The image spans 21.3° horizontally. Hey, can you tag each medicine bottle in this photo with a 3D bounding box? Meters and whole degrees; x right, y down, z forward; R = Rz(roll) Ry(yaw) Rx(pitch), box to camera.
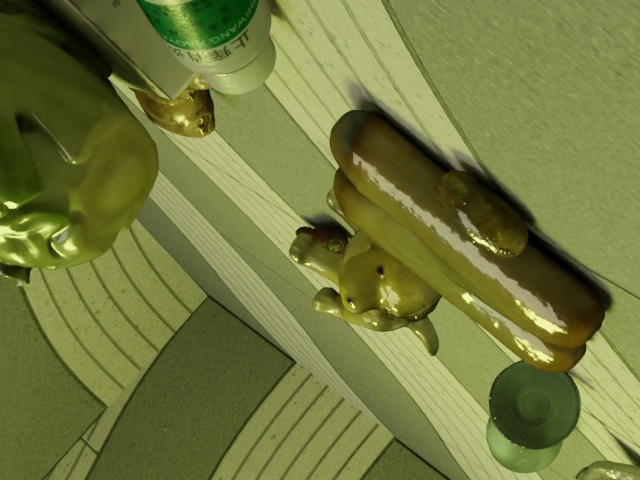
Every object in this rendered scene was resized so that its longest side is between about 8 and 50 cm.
[{"bbox_3d":[-0.099,-0.202,1.336,0.095,0.095,0.260,38,173,24],"label":"medicine bottle"}]

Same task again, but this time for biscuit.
[{"bbox_3d":[0.124,0.008,1.522,0.290,0.062,0.237,39,171,9],"label":"biscuit"}]

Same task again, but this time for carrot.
[{"bbox_3d":[0.000,0.000,2.156,0.047,0.047,0.191,43,177,-12],"label":"carrot"}]

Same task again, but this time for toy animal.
[{"bbox_3d":[0.057,0.035,1.768,0.168,0.121,0.233,37,168,16],"label":"toy animal"}]

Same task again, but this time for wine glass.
[{"bbox_3d":[0.200,0.132,1.946,0.309,0.096,0.264,71,173,-76],"label":"wine glass"}]

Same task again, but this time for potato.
[{"bbox_3d":[0.130,-0.023,1.382,0.092,0.045,0.046,45,-165,7],"label":"potato"}]

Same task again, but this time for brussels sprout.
[{"bbox_3d":[-0.315,-0.115,1.556,0.328,0.247,0.328,29,-177,-2],"label":"brussels sprout"}]

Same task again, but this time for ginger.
[{"bbox_3d":[-0.163,-0.177,1.864,0.148,0.081,0.333,58,169,-6],"label":"ginger"}]

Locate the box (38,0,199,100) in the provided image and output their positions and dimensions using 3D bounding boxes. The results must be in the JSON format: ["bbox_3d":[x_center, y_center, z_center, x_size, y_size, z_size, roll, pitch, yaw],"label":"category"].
[{"bbox_3d":[-0.214,-0.255,1.536,0.260,0.111,0.194,42,174,-23],"label":"box"}]

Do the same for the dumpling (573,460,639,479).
[{"bbox_3d":[0.365,0.329,1.917,0.118,0.136,0.199,-74,-35,-61],"label":"dumpling"}]
